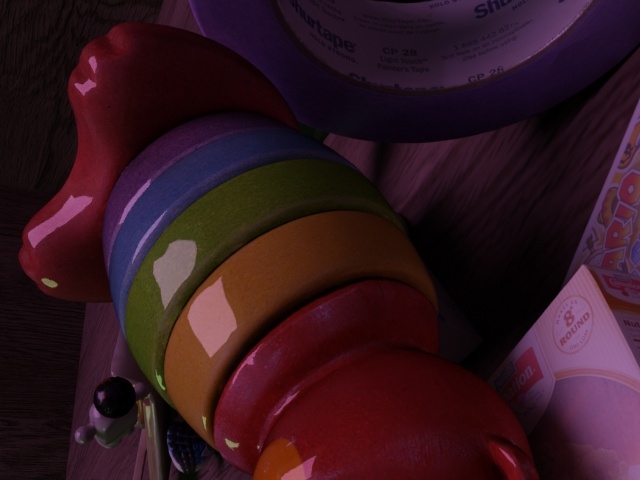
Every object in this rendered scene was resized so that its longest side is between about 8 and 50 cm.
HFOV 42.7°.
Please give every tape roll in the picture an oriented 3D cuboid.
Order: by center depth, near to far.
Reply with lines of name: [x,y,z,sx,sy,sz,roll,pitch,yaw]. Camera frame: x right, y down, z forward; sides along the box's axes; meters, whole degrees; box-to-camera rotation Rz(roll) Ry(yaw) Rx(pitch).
tape roll: [0.062,-0.178,0.452,0.275,0.274,0.090,125,150,-46]

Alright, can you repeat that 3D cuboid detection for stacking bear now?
stacking bear: [-0.015,0.045,0.398,0.289,0.164,0.175,51,125,39]

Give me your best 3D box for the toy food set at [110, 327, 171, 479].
toy food set: [-0.270,0.237,1.224,0.220,0.092,0.306,-93,5,-56]

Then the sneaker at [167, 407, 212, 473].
sneaker: [-0.185,0.281,1.163,0.191,0.071,0.083,-111,30,-68]

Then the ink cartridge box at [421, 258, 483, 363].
ink cartridge box: [0.002,0.000,0.601,0.078,0.134,0.231,-45,52,14]

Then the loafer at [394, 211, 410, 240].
loafer: [0.000,0.000,0.777,0.268,0.092,0.102,-147,70,-68]

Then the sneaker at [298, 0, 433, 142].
sneaker: [0.014,-0.166,0.732,0.296,0.109,0.123,-57,34,1]

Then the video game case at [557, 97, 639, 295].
video game case: [0.183,0.038,0.376,0.206,0.026,0.227,-127,52,-64]

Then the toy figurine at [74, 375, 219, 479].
toy figurine: [-0.187,0.264,0.959,0.148,0.213,0.210,111,166,-55]

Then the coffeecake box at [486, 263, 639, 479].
coffeecake box: [0.128,0.127,0.338,0.185,0.068,0.142,-101,29,-46]
